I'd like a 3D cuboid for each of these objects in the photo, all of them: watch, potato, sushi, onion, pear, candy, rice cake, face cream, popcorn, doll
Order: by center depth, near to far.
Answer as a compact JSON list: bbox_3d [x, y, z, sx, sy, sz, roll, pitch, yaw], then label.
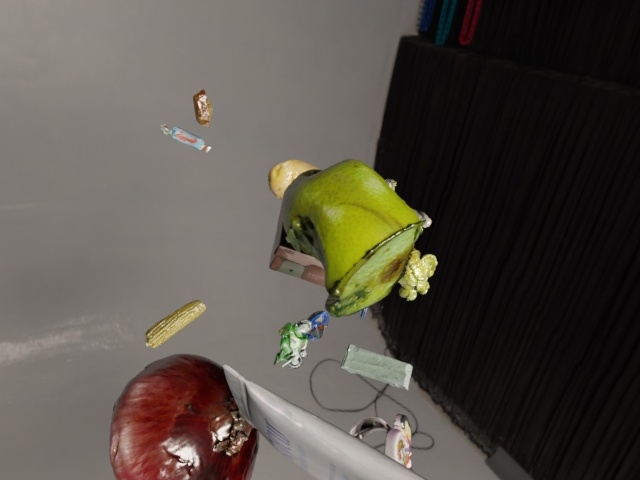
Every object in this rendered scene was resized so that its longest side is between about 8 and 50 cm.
[{"bbox_3d":[0.073,0.288,0.581,0.420,0.235,0.137,25,60,18],"label":"face cream"},{"bbox_3d":[-0.208,-0.159,0.755,0.083,0.020,0.030,21,23,-25],"label":"candy"},{"bbox_3d":[0.028,-0.031,0.808,0.164,0.238,0.255,-25,66,-16],"label":"pear"},{"bbox_3d":[-0.240,0.389,0.991,0.285,0.348,0.347,-25,12,27],"label":"onion"},{"bbox_3d":[0.284,0.096,1.513,0.135,0.162,0.141,22,23,-13],"label":"popcorn"},{"bbox_3d":[0.176,0.393,1.514,0.226,0.040,0.085,12,61,29],"label":"rice cake"},{"bbox_3d":[-0.374,-0.421,1.559,0.060,0.118,0.061,-14,38,-24],"label":"sushi"},{"bbox_3d":[-0.089,-0.206,1.712,0.150,0.146,0.234,7,2,36],"label":"potato"},{"bbox_3d":[0.296,-0.035,1.722,0.095,0.192,0.149,49,-10,-4],"label":"doll"},{"bbox_3d":[0.225,0.780,1.859,0.231,0.196,0.244,-14,38,28],"label":"watch"}]

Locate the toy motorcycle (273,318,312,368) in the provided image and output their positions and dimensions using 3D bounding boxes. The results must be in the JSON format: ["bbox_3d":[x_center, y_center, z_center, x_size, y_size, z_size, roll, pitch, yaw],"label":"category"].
[{"bbox_3d":[-0.092,0.338,1.596,0.106,0.190,0.074,11,21,-10],"label":"toy motorcycle"}]

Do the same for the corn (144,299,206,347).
[{"bbox_3d":[-0.612,0.344,2.041,0.288,0.087,0.086,-36,48,-29],"label":"corn"}]

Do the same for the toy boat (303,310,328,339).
[{"bbox_3d":[-0.011,0.338,1.851,0.091,0.175,0.110,13,33,-26],"label":"toy boat"}]

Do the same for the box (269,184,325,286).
[{"bbox_3d":[0.000,0.000,1.109,0.215,0.086,0.215,19,43,-14],"label":"box"}]

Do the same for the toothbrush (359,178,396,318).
[{"bbox_3d":[0.154,0.031,1.364,0.035,0.414,0.042,22,17,38],"label":"toothbrush"}]
